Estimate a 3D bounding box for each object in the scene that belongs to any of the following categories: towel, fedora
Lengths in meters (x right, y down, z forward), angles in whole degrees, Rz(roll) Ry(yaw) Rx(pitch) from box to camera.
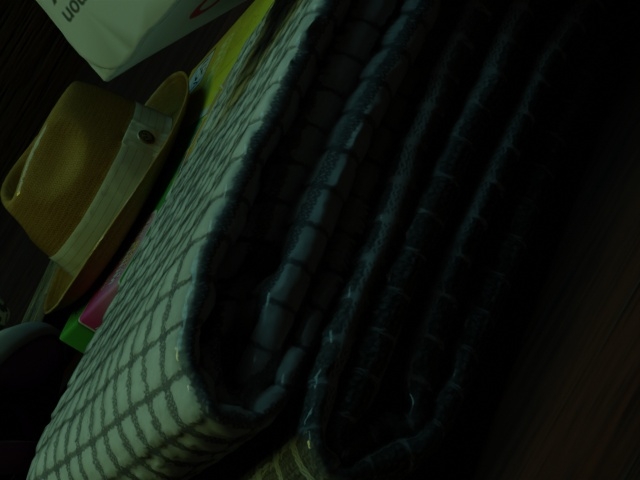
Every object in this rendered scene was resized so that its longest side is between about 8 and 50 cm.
[{"bbox_3d":[0.000,0.000,0.816,0.284,0.121,0.235,-65,10,-27],"label":"towel"},{"bbox_3d":[-0.160,-0.046,1.310,0.194,0.079,0.194,-55,14,21],"label":"fedora"}]

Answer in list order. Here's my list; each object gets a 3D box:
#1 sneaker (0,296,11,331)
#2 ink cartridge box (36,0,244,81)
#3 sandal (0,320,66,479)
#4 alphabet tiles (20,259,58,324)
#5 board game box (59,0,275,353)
[{"bbox_3d":[-0.360,0.162,1.811,0.182,0.158,0.410,-35,-11,-30],"label":"sneaker"},{"bbox_3d":[0.036,-0.268,0.865,0.384,0.160,0.279,-38,-4,-43],"label":"ink cartridge box"},{"bbox_3d":[-0.275,0.209,1.421,0.416,0.102,0.169,-50,-19,-53],"label":"sandal"},{"bbox_3d":[-0.277,0.112,1.766,0.285,0.011,0.342,-59,10,35],"label":"alphabet tiles"},{"bbox_3d":[-0.040,-0.066,1.227,0.316,0.064,0.242,-39,24,57],"label":"board game box"}]
